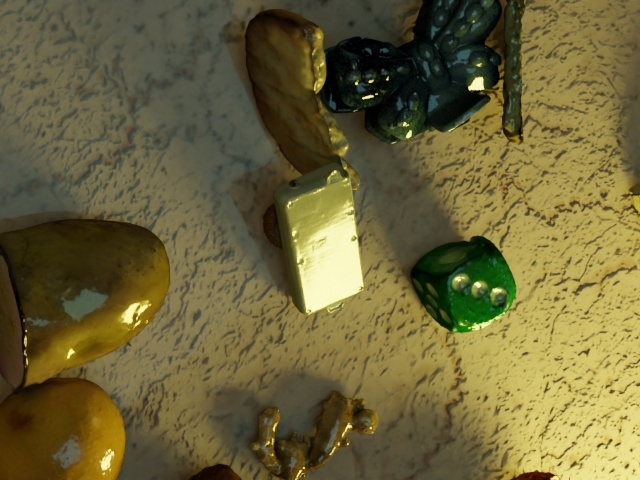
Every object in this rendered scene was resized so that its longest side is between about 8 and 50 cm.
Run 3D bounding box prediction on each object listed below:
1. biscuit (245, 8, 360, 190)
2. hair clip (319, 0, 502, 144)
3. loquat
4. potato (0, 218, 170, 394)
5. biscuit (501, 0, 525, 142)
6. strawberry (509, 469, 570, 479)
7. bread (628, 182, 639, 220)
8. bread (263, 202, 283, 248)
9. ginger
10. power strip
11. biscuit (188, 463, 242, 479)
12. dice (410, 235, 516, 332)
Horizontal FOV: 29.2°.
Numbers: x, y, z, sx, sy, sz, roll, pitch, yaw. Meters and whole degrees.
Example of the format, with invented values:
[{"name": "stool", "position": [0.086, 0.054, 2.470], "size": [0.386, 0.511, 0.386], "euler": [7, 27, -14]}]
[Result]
[{"name": "biscuit", "position": [-0.034, -0.210, 1.870], "size": [0.045, 0.154, 0.299], "euler": [-40, 125, -41]}, {"name": "hair clip", "position": [0.155, -0.265, 1.921], "size": [0.310, 0.194, 0.206], "euler": [-31, 95, -14]}, {"name": "loquat", "position": [-0.377, 0.297, 1.764], "size": [0.208, 0.208, 0.208], "euler": [-2, 96, -19]}, {"name": "potato", "position": [-0.341, 0.067, 1.758], "size": [0.266, 0.229, 0.229], "euler": [-15, 100, -28]}, {"name": "biscuit", "position": [0.312, -0.286, 1.975], "size": [0.036, 0.187, 0.274], "euler": [1, 84, 10]}, {"name": "strawberry", "position": [0.290, 0.526, 2.059], "size": [0.253, 0.150, 0.280], "euler": [1, 93, -40]}, {"name": "bread", "position": [0.690, -0.046, 2.160], "size": [0.246, 0.111, 0.239], "euler": [-34, 102, -11]}, {"name": "bread", "position": [-0.049, -0.027, 1.929], "size": [0.085, 0.053, 0.085], "euler": [0, 89, -21]}, {"name": "ginger", "position": [-0.015, 0.319, 1.978], "size": [0.193, 0.052, 0.176], "euler": [21, 87, -12]}, {"name": "power strip", "position": [0.000, 0.000, 1.893], "size": [0.118, 0.046, 0.271], "euler": [-23, 132, -16]}, {"name": "biscuit", "position": [-0.134, 0.567, 1.896], "size": [0.395, 0.166, 0.343], "euler": [45, 78, -19]}, {"name": "dice", "position": [0.233, 0.071, 1.999], "size": [0.128, 0.131, 0.120], "euler": [-31, 107, -15]}]
